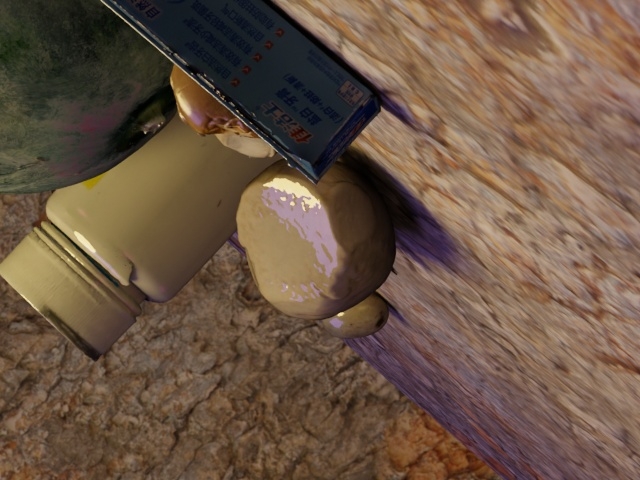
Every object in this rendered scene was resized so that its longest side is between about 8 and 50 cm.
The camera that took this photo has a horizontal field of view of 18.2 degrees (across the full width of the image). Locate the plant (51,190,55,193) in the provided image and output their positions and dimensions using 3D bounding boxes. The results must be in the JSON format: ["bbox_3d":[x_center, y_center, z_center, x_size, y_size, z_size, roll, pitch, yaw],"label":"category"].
[{"bbox_3d":[-0.239,-0.067,2.591,0.188,0.199,0.276,36,-179,-15],"label":"plant"}]

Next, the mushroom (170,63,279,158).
[{"bbox_3d":[-0.059,-0.101,1.506,0.084,0.071,0.209,9,175,5],"label":"mushroom"}]

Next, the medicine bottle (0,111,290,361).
[{"bbox_3d":[-0.153,-0.026,1.756,0.143,0.258,0.143,41,175,5],"label":"medicine bottle"}]

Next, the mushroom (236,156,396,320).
[{"bbox_3d":[0.000,0.000,1.631,0.128,0.128,0.350,41,180,4],"label":"mushroom"}]

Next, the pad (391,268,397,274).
[{"bbox_3d":[-0.007,-0.040,2.011,0.190,0.004,0.127,38,174,31],"label":"pad"}]

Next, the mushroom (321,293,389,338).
[{"bbox_3d":[0.039,0.077,2.391,0.085,0.085,0.079,58,-155,-75],"label":"mushroom"}]

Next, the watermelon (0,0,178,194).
[{"bbox_3d":[-0.216,-0.105,1.586,0.175,0.188,0.322,29,160,8],"label":"watermelon"}]

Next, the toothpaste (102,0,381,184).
[{"bbox_3d":[-0.085,-0.147,1.252,0.272,0.066,0.053,41,175,12],"label":"toothpaste"}]
